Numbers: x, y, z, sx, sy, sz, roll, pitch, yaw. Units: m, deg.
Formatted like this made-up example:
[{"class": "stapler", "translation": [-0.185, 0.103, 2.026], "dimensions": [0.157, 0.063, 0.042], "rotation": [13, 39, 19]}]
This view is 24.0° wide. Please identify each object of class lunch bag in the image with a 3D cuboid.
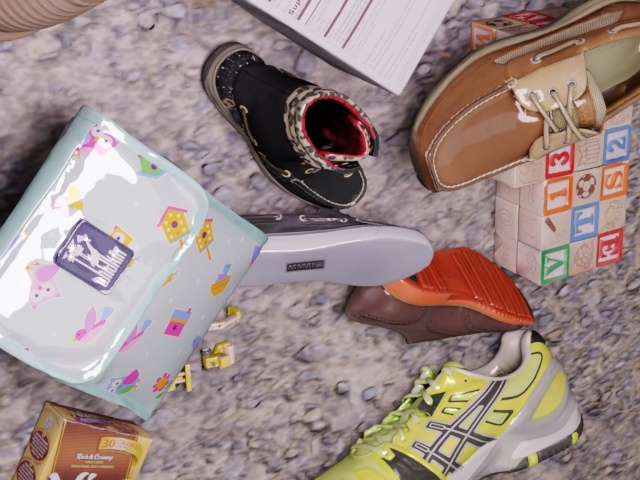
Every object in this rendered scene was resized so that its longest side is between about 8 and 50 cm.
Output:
[{"class": "lunch bag", "translation": [-0.196, 0.020, 1.357], "dimensions": [0.223, 0.160, 0.262], "rotation": [-56, 152, -5]}]

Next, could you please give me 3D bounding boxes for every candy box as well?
[{"class": "candy box", "translation": [-0.258, 0.263, 1.518], "dimensions": [0.109, 0.053, 0.186], "rotation": [19, 95, -37]}]

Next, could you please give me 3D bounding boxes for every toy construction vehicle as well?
[{"class": "toy construction vehicle", "translation": [-0.127, 0.114, 1.558], "dimensions": [0.098, 0.035, 0.085], "rotation": [-12, 115, -30]}]

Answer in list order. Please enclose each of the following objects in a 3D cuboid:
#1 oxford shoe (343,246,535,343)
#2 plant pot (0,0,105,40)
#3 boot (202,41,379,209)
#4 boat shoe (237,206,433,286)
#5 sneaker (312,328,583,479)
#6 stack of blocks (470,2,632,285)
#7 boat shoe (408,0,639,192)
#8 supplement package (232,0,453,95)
[{"class": "oxford shoe", "translation": [0.136, 0.068, 1.703], "dimensions": [0.271, 0.097, 0.098], "rotation": [16, 130, -42]}, {"class": "plant pot", "translation": [-0.216, -0.267, 1.236], "dimensions": [0.237, 0.110, 0.237], "rotation": [-46, 150, -37]}, {"class": "boot", "translation": [0.001, -0.088, 1.473], "dimensions": [0.085, 0.179, 0.236], "rotation": [-50, 127, -8]}, {"class": "boat shoe", "translation": [0.000, 0.000, 1.548], "dimensions": [0.229, 0.076, 0.080], "rotation": [-5, 141, -10]}, {"class": "sneaker", "translation": [0.121, 0.222, 1.729], "dimensions": [0.385, 0.145, 0.147], "rotation": [-23, 99, -28]}, {"class": "stack of blocks", "translation": [0.258, -0.107, 1.700], "dimensions": [0.171, 0.087, 0.297], "rotation": [-15, 116, -29]}, {"class": "boat shoe", "translation": [0.237, -0.153, 1.534], "dimensions": [0.324, 0.120, 0.122], "rotation": [-35, 124, -18]}, {"class": "supplement package", "translation": [-0.010, -0.260, 1.423], "dimensions": [0.244, 0.139, 0.133], "rotation": [28, 93, -39]}]
